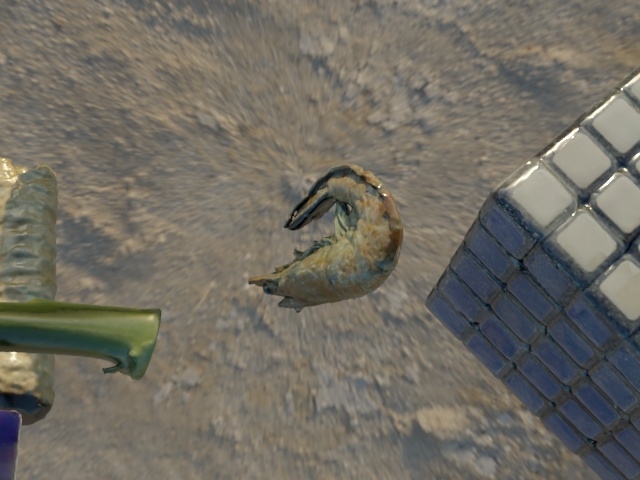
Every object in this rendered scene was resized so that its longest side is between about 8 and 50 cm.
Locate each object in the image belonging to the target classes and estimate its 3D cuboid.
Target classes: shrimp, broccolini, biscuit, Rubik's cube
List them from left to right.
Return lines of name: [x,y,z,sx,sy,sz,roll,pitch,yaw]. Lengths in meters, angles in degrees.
broccolini: [-0.260,0.048,0.700,0.392,0.079,0.074,5,69,-24]
biscuit: [-0.234,0.034,1.115,0.061,0.055,0.219,12,59,-29]
shrimp: [0.000,0.000,1.354,0.047,0.223,0.126,0,78,-40]
Rubik's cube: [0.256,0.021,1.117,0.238,0.237,0.237,-41,81,-21]

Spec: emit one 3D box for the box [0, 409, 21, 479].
box: [-0.291,0.218,0.767,0.200,0.106,0.299,13,118,-14]
